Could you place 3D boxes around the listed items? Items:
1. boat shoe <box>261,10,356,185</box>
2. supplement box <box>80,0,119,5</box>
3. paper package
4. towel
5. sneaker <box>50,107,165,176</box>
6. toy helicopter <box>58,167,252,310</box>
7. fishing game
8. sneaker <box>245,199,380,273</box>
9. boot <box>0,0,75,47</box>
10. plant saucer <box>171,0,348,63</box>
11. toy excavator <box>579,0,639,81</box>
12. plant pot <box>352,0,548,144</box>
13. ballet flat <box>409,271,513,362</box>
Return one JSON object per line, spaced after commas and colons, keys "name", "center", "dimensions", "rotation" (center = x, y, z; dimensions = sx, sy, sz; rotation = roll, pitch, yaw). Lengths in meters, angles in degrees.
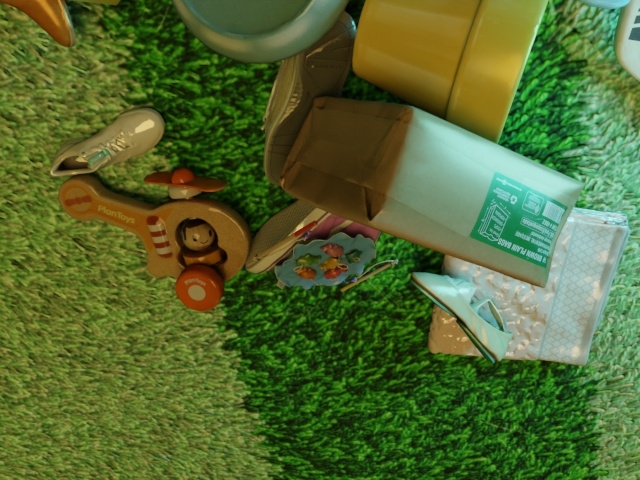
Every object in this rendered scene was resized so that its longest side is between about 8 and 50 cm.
{"name": "boat shoe", "center": [-0.027, -0.236, 1.167], "dimensions": [0.118, 0.103, 0.320], "rotation": [1, 126, -19]}
{"name": "supplement box", "center": [-0.329, -0.471, 1.000], "dimensions": [0.194, 0.129, 0.191], "rotation": [-43, 89, 22]}
{"name": "paper package", "center": [0.155, -0.077, 1.060], "dimensions": [0.325, 0.309, 0.168], "rotation": [19, 94, -27]}
{"name": "towel", "center": [0.378, 0.086, 1.334], "dimensions": [0.317, 0.053, 0.331], "rotation": [6, 117, 0]}
{"name": "sneaker", "center": [-0.364, -0.155, 1.220], "dimensions": [0.212, 0.094, 0.080], "rotation": [-22, 113, 14]}
{"name": "toy helicopter", "center": [-0.290, -0.044, 1.259], "dimensions": [0.355, 0.140, 0.235], "rotation": [20, 121, 2]}
{"name": "fishing game", "center": [0.009, 0.046, 1.258], "dimensions": [0.189, 0.041, 0.264], "rotation": [-29, 149, 24]}
{"name": "sneaker", "center": [0.000, 0.001, 1.284], "dimensions": [0.282, 0.102, 0.161], "rotation": [-36, 126, 28]}
{"name": "boot", "center": [-0.520, -0.379, 1.045], "dimensions": [0.211, 0.104, 0.295], "rotation": [-38, 107, -26]}
{"name": "plant saucer", "center": [-0.099, -0.418, 1.030], "dimensions": [0.318, 0.044, 0.317], "rotation": [5, 104, 18]}
{"name": "toy excavator", "center": [0.454, -0.389, 1.014], "dimensions": [0.433, 0.222, 0.445], "rotation": [7, 132, -1]}
{"name": "plant pot", "center": [0.184, -0.287, 1.048], "dimensions": [0.239, 0.254, 0.254], "rotation": [18, 119, 10]}
{"name": "ballet flat", "center": [0.262, 0.120, 1.292], "dimensions": [0.086, 0.086, 0.248], "rotation": [-38, 112, 20]}
